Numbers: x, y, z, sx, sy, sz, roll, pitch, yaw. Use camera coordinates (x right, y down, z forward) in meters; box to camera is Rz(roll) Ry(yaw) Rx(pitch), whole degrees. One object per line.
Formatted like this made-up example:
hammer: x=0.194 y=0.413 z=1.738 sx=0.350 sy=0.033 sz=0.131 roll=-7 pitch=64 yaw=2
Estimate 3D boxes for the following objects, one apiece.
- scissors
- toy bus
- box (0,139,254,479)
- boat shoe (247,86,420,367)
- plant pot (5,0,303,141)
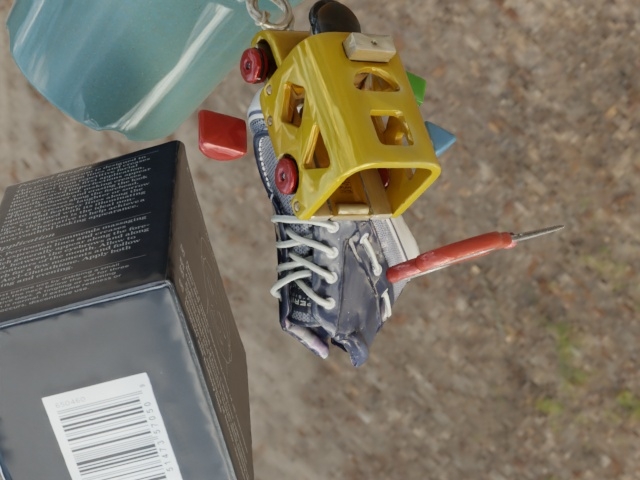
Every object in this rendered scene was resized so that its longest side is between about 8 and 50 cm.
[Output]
scissors: x=0.186 y=0.001 z=1.343 sx=0.109 sy=0.297 sz=0.021 roll=-27 pitch=79 yaw=48
toy bus: x=0.016 y=-0.113 z=1.013 sx=0.202 sy=0.191 sz=0.104 roll=37 pitch=139 yaw=-7
box: x=-0.206 y=0.112 z=1.392 sx=0.395 sy=0.212 sz=0.293 roll=-100 pitch=-5 yaw=-67
boat shoe: x=0.000 y=0.000 z=1.388 sx=0.127 sy=0.158 sz=0.340 roll=9 pitch=153 yaw=33
plant pot: x=-0.188 y=-0.317 z=1.598 sx=0.341 sy=0.341 sz=0.334 roll=44 pitch=121 yaw=4
